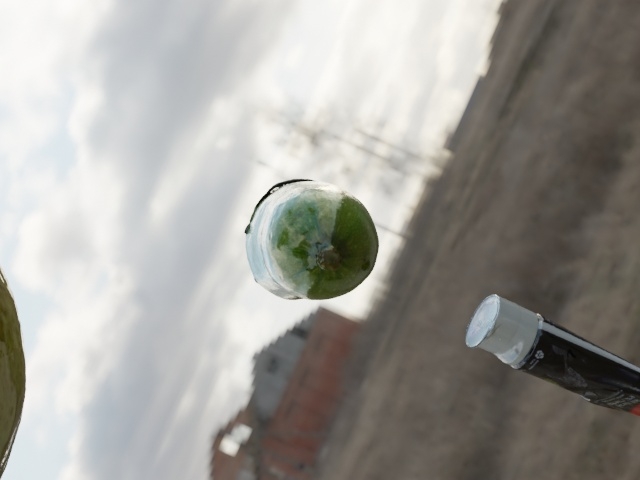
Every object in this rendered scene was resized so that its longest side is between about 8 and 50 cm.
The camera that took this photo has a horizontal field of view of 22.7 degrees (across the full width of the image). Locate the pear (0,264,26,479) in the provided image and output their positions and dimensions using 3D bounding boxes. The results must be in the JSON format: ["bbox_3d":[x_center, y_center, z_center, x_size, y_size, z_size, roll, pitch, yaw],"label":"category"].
[{"bbox_3d":[-0.318,0.085,0.918,0.304,0.304,0.304,24,-90,-86],"label":"pear"}]

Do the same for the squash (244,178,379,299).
[{"bbox_3d":[0.000,0.000,1.147,0.095,0.095,0.188,-66,9,-3],"label":"squash"}]

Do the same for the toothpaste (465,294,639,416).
[{"bbox_3d":[0.206,0.099,1.225,0.071,0.193,0.045,-31,36,61],"label":"toothpaste"}]
